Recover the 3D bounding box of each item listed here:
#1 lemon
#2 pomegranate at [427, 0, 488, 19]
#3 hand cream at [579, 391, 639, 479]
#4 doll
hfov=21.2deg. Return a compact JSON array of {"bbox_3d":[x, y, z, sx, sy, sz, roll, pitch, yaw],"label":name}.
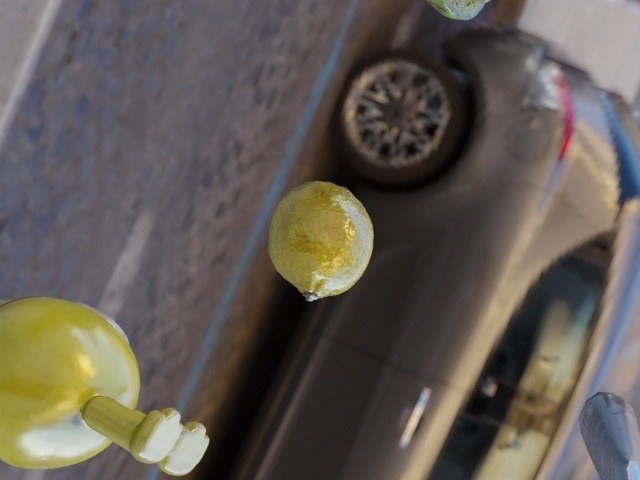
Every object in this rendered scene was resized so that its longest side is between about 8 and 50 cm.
[{"bbox_3d":[0.000,0.000,1.749,0.109,0.109,0.133,76,25,-61],"label":"lemon"},{"bbox_3d":[0.192,-0.379,2.234,0.169,0.143,0.122,-52,-155,12],"label":"pomegranate"},{"bbox_3d":[0.289,0.212,1.649,0.271,0.058,0.091,-78,160,-76],"label":"hand cream"},{"bbox_3d":[-0.260,0.102,1.434,0.145,0.363,0.199,-60,154,-10],"label":"doll"}]
